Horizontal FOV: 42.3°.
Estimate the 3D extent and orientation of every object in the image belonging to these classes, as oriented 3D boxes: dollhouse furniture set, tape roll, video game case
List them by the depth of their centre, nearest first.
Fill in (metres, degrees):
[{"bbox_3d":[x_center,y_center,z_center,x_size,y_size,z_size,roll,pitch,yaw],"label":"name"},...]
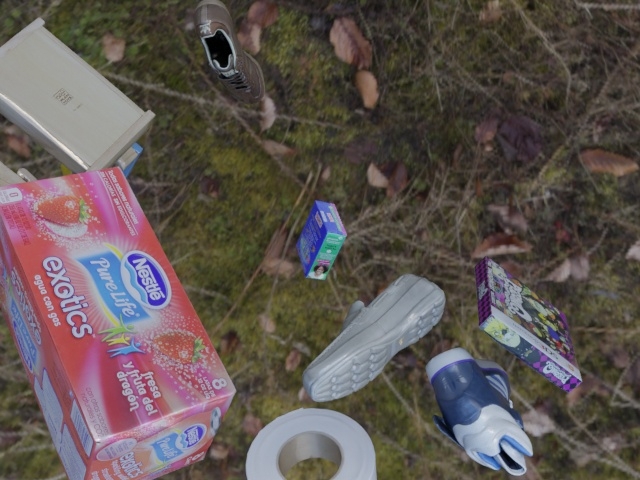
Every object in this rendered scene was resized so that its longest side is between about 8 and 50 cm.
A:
[{"bbox_3d":[-0.414,-0.099,1.161,0.198,0.286,0.303,40,147,-6],"label":"dollhouse furniture set"},{"bbox_3d":[0.378,0.149,1.529,0.210,0.232,0.042,37,115,-9],"label":"video game case"},{"bbox_3d":[-0.019,0.506,1.813,0.286,0.286,0.100,0,129,10],"label":"tape roll"}]

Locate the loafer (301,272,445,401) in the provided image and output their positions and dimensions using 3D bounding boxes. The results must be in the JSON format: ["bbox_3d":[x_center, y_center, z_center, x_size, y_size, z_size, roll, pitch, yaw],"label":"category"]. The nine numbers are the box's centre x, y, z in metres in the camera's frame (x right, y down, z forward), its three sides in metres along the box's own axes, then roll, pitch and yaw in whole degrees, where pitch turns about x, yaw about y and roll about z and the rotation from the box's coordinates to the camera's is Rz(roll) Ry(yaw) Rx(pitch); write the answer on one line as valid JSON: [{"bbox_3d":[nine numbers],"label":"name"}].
[{"bbox_3d":[0.082,0.162,1.432,0.111,0.319,0.112,36,141,32],"label":"loafer"}]

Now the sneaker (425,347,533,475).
[{"bbox_3d":[0.320,0.346,1.568,0.130,0.236,0.323,-33,148,13],"label":"sneaker"}]

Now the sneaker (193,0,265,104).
[{"bbox_3d":[-0.134,-0.251,1.182,0.066,0.071,0.188,-12,140,16],"label":"sneaker"}]

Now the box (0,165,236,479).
[{"bbox_3d":[-0.225,0.089,0.845,0.142,0.300,0.154,-14,148,-32],"label":"box"}]

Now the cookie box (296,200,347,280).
[{"bbox_3d":[0.000,0.000,1.460,0.040,0.092,0.107,8,127,-23],"label":"cookie box"}]
